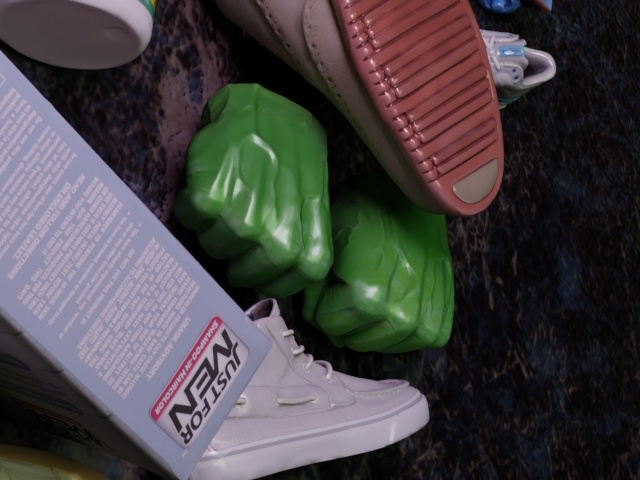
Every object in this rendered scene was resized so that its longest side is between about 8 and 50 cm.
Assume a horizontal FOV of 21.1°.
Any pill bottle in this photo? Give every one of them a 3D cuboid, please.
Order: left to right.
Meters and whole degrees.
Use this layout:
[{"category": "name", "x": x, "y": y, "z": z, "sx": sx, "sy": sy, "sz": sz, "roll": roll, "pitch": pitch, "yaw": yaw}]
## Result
[{"category": "pill bottle", "x": -0.168, "y": -0.239, "z": 1.232, "sx": 0.117, "sy": 0.117, "sz": 0.208, "roll": 24, "pitch": 62, "yaw": -39}]

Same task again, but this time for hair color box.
[{"category": "hair color box", "x": -0.213, "y": -0.017, "z": 1.008, "sx": 0.114, "sy": 0.185, "sz": 0.374, "roll": -57, "pitch": 131, "yaw": -21}]

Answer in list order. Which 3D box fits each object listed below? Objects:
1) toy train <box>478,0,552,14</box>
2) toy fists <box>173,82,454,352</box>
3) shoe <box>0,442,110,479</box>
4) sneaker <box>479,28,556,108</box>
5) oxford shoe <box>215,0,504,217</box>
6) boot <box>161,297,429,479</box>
[{"category": "toy train", "x": 0.164, "y": -0.280, "z": 1.594, "sx": 0.184, "sy": 0.105, "sz": 0.080, "roll": 34, "pitch": 56, "yaw": -34}, {"category": "toy fists", "x": 0.000, "y": 0.000, "z": 1.351, "sx": 0.279, "sy": 0.096, "sz": 0.142, "roll": 33, "pitch": 40, "yaw": -35}, {"category": "shoe", "x": -0.218, "y": 0.158, "z": 1.095, "sx": 0.219, "sy": 0.076, "sz": 0.058, "roll": 28, "pitch": 57, "yaw": -28}, {"category": "sneaker", "x": 0.140, "y": -0.169, "z": 1.555, "sx": 0.190, "sy": 0.083, "sz": 0.071, "roll": 3, "pitch": 78, "yaw": -44}, {"category": "oxford shoe", "x": 0.009, "y": -0.185, "z": 1.354, "sx": 0.140, "sy": 0.146, "sz": 0.397, "roll": -27, "pitch": 90, "yaw": -46}, {"category": "boot", "x": -0.019, "y": 0.103, "z": 1.297, "sx": 0.258, "sy": 0.095, "sz": 0.123, "roll": -9, "pitch": 91, "yaw": -46}]
